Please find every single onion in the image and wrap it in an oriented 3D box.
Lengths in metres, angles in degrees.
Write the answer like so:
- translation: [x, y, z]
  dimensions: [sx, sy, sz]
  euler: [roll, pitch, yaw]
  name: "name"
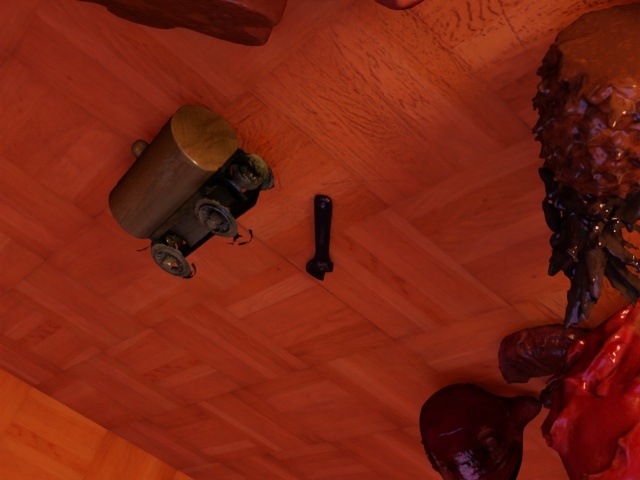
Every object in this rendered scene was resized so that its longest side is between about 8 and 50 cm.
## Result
- translation: [0.276, 0.315, 1.334]
  dimensions: [0.218, 0.195, 0.140]
  euler: [-33, 125, 10]
  name: "onion"

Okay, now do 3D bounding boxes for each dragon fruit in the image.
- translation: [0.415, 0.206, 0.960]
  dimensions: [0.249, 0.371, 0.386]
  euler: [37, -179, 24]
  name: "dragon fruit"

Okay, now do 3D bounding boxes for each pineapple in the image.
- translation: [0.285, -0.061, 0.807]
  dimensions: [0.165, 0.166, 0.365]
  euler: [10, 146, 17]
  name: "pineapple"

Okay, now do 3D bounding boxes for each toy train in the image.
- translation: [-0.194, -0.060, 1.101]
  dimensions: [0.189, 0.126, 0.307]
  euler: [35, 144, -17]
  name: "toy train"

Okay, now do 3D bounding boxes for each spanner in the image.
- translation: [0.000, 0.000, 1.176]
  dimensions: [0.046, 0.012, 0.209]
  euler: [16, 145, 10]
  name: "spanner"

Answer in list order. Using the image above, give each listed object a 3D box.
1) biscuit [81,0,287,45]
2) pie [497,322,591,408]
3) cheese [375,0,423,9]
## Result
- translation: [-0.208, -0.271, 0.775]
  dimensions: [0.354, 0.052, 0.275]
  euler: [14, -179, -8]
  name: "biscuit"
- translation: [0.379, 0.201, 1.203]
  dimensions: [0.218, 0.054, 0.204]
  euler: [28, 146, -9]
  name: "pie"
- translation: [0.071, -0.272, 0.616]
  dimensions: [0.202, 0.177, 0.128]
  euler: [1, 141, 30]
  name: "cheese"
